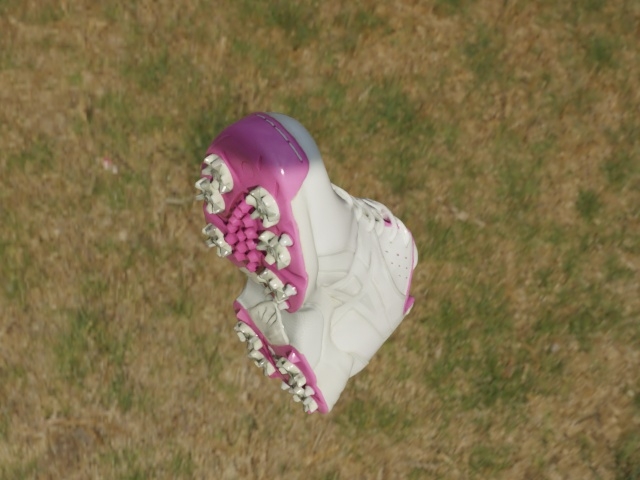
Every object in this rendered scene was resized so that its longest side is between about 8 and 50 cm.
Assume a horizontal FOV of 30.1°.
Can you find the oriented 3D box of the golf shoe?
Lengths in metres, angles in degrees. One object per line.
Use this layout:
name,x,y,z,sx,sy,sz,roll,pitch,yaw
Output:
golf shoe,0.000,0.000,0.836,0.140,0.306,0.115,-37,61,-18
